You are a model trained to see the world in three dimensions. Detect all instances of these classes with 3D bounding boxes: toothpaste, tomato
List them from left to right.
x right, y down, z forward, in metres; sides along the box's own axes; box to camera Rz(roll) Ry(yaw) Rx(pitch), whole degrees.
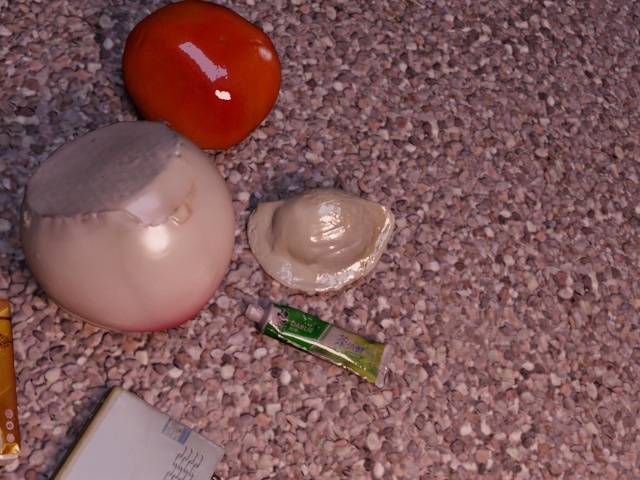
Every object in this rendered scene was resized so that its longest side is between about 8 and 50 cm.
[{"bbox_3d":[-0.185,-0.276,1.526,0.259,0.180,0.260,10,66,-24],"label":"tomato"},{"bbox_3d":[-0.002,0.153,1.478,0.248,0.047,0.078,24,63,-10],"label":"toothpaste"}]

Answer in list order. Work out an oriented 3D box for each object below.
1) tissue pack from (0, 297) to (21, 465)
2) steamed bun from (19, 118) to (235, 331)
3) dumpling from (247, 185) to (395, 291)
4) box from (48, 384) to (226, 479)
[{"bbox_3d":[-0.497,0.191,1.250,0.183,0.092,0.226,2,63,-31],"label":"tissue pack"},{"bbox_3d":[-0.256,0.007,1.342,0.309,0.309,0.309,7,65,-16],"label":"steamed bun"},{"bbox_3d":[0.004,0.000,1.507,0.215,0.126,0.167,3,82,-22],"label":"dumpling"},{"bbox_3d":[-0.270,0.359,1.290,0.210,0.045,0.270,31,60,-5],"label":"box"}]
